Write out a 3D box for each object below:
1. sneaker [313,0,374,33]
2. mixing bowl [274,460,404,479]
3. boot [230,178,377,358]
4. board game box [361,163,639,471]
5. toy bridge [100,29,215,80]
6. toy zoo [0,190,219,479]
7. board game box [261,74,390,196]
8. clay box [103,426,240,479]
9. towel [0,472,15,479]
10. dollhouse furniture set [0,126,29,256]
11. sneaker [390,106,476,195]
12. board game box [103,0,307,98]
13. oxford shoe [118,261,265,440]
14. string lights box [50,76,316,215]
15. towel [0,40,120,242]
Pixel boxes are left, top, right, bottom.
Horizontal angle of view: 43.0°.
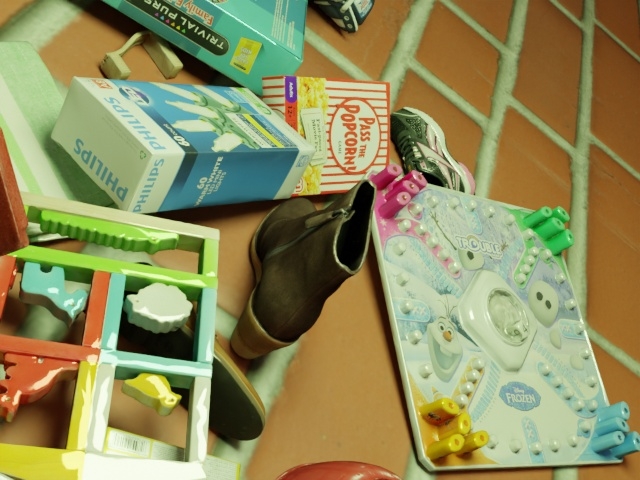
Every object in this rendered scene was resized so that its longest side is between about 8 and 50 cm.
[{"bbox_3d":[0.039,-0.397,1.217,0.153,0.099,0.282,40,-1,-17],"label":"sneaker"},{"bbox_3d":[0.038,0.277,0.754,0.181,0.098,0.181,23,44,-25],"label":"mixing bowl"},{"bbox_3d":[0.000,0.000,0.860,0.090,0.207,0.248,34,42,-15],"label":"boot"},{"bbox_3d":[0.248,0.100,1.081,0.390,0.050,0.390,10,59,-36],"label":"board game box"},{"bbox_3d":[-0.199,-0.235,1.020,0.188,0.026,0.063,-25,75,-50],"label":"toy bridge"},{"bbox_3d":[-0.185,0.098,0.677,0.192,0.030,0.293,11,52,-17],"label":"toy zoo"},{"bbox_3d":[0.011,-0.134,1.049,0.193,0.045,0.147,-9,101,-44],"label":"board game box"},{"bbox_3d":[-0.138,0.272,0.639,0.127,0.053,0.222,23,47,-23],"label":"clay box"},{"bbox_3d":[-0.163,0.351,0.502,0.332,0.053,0.317,33,58,-15],"label":"towel"},{"bbox_3d":[-0.355,-0.136,0.528,0.201,0.152,0.374,-23,101,-60],"label":"dollhouse furniture set"},{"bbox_3d":[0.152,-0.120,1.201,0.077,0.072,0.178,-32,75,-39],"label":"sneaker"},{"bbox_3d":[-0.177,-0.352,1.068,0.336,0.079,0.254,29,34,-20],"label":"board game box"},{"bbox_3d":[-0.120,0.099,0.784,0.212,0.076,0.076,49,31,3],"label":"oxford shoe"},{"bbox_3d":[-0.138,-0.103,0.876,0.133,0.077,0.260,43,28,23],"label":"string lights box"},{"bbox_3d":[-0.365,-0.087,0.749,0.325,0.038,0.248,-18,70,-47],"label":"towel"}]
